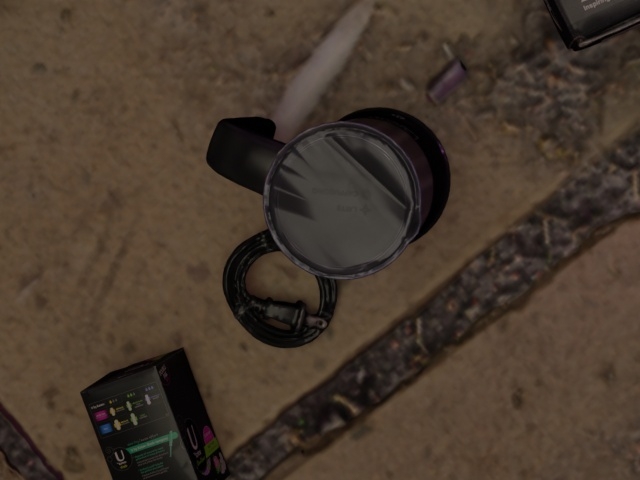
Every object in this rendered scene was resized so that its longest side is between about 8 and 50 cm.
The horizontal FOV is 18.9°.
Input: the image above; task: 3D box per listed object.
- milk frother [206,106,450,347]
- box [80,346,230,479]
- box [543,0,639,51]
[{"bbox_3d":[0.000,0.000,1.063,0.129,0.135,0.143,4,97,11],"label":"milk frother"},{"bbox_3d":[-0.096,0.114,1.131,0.052,0.062,0.083,-20,92,13],"label":"box"},{"bbox_3d":[0.244,-0.318,0.983,0.394,0.097,0.318,-25,92,7],"label":"box"}]
